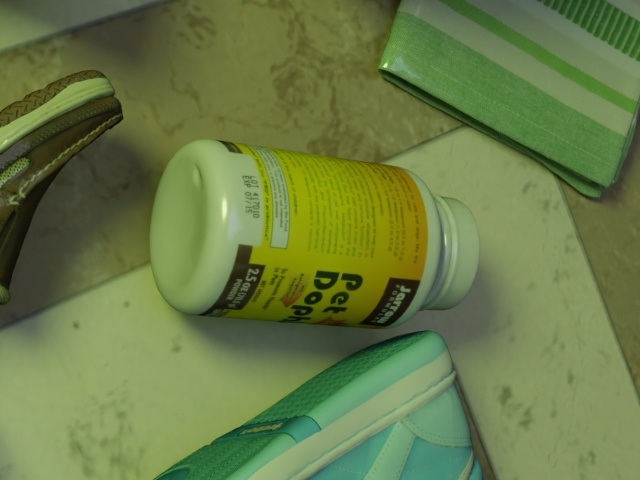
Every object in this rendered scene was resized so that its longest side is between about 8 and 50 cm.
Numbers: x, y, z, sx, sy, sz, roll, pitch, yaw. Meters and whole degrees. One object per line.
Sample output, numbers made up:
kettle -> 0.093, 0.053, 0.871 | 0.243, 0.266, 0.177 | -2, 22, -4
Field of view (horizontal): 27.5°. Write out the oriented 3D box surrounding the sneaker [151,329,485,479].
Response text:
sneaker -> 0.003, 0.215, 0.869 | 0.319, 0.127, 0.208 | -29, 98, -29

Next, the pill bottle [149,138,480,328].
pill bottle -> 0.000, 0.000, 0.898 | 0.215, 0.117, 0.117 | 6, 81, -30

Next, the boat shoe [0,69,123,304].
boat shoe -> -0.216, -0.002, 0.787 | 0.257, 0.095, 0.095 | -37, 97, -17

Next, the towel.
towel -> 0.193, -0.228, 1.093 | 0.248, 0.038, 0.324 | 26, 73, -24
